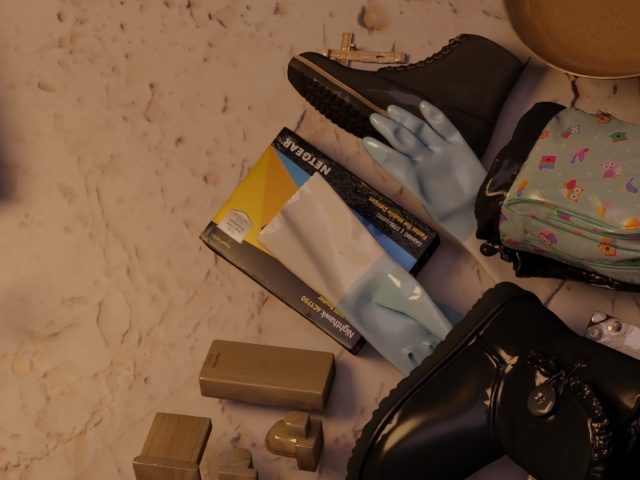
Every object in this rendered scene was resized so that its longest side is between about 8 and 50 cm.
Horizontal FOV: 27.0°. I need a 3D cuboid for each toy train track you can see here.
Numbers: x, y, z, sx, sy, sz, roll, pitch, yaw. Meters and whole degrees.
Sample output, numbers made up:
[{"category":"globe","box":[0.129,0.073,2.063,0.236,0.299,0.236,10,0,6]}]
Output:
[{"category":"toy train track","box":[0.040,-0.178,1.274,0.083,0.014,0.048,5,77,11]}]

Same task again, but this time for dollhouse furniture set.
[{"category":"dollhouse furniture set","box":[-0.068,0.189,1.192,0.144,0.123,0.151,6,42,11]}]

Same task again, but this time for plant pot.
[{"category":"plant pot","box":[0.276,-0.242,1.178,0.236,0.032,0.236,-11,65,24]}]

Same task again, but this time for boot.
[{"category":"boot","box":[0.151,0.167,1.065,0.246,0.094,0.207,-50,38,-2]},{"category":"boot","box":[0.082,-0.154,1.237,0.198,0.077,0.137,31,78,3]}]

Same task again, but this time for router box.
[{"category":"router box","box":[0.000,0.000,1.218,0.179,0.046,0.133,35,84,16]}]

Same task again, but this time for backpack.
[{"category":"backpack","box":[0.232,-0.033,1.101,0.182,0.115,0.152,23,73,27]}]

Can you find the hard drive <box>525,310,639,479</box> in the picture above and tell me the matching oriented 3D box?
[{"category":"hard drive","box":[0.273,0.255,1.097,0.237,0.064,0.339,22,80,14]}]

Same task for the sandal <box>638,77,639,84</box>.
[{"category":"sandal","box":[0.337,-0.102,1.173,0.102,0.076,0.265,-3,80,29]}]

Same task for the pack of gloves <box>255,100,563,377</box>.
[{"category":"pack of gloves","box":[0.094,0.004,1.156,0.232,0.046,0.195,43,85,-5]}]
